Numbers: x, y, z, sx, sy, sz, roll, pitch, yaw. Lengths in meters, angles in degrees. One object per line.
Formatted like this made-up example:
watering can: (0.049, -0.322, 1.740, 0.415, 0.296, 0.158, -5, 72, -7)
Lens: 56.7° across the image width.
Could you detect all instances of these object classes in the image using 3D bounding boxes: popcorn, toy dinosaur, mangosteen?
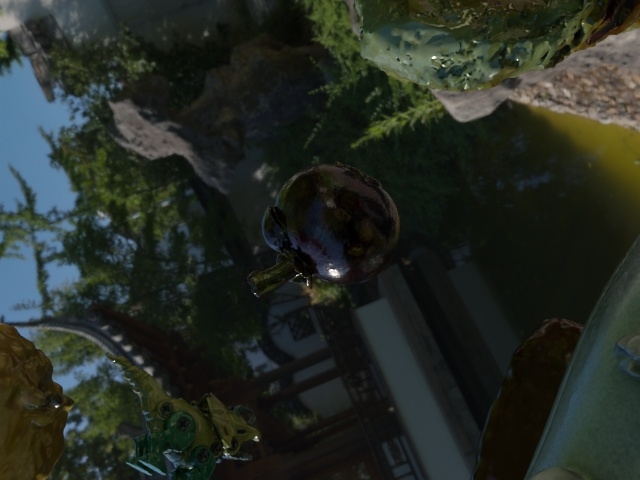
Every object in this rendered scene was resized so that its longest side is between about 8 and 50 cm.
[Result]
popcorn: (-0.574, 0.281, 0.892, 0.349, 0.381, 0.349, 3, -90, -71)
toy dinosaur: (-0.201, 0.254, 0.805, 0.259, 0.094, 0.153, 39, -130, -20)
mangosteen: (0.000, 0.000, 1.036, 0.231, 0.289, 0.231, 44, -179, -1)

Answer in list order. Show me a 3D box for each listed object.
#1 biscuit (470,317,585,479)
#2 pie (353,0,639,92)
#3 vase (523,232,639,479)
biscuit: (0.283, 0.301, 0.638, 0.166, 0.395, 0.342, 13, 165, 42)
pie: (0.217, -0.333, 0.676, 0.395, 0.418, 0.180, -106, -2, -49)
vase: (0.225, 0.131, 0.341, 0.250, 0.445, 0.250, 40, -175, -4)
